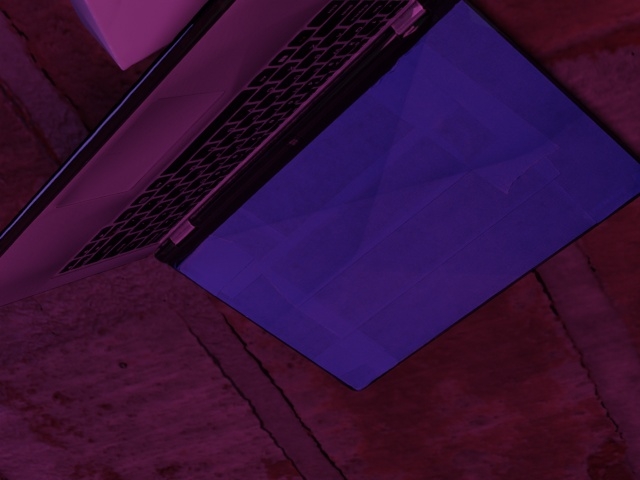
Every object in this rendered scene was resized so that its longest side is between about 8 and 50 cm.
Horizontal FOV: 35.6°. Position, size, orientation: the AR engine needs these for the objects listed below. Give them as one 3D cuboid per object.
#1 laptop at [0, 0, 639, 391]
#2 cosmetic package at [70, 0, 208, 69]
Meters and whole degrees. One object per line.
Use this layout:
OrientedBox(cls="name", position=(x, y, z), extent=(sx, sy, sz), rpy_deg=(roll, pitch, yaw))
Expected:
OrientedBox(cls="laptop", position=(0.000, 0.000, 0.783), extent=(0.382, 0.408, 0.236), rpy_deg=(-41, 81, 30))
OrientedBox(cls="cosmetic package", position=(-0.076, -0.324, 0.537), extent=(0.284, 0.097, 0.377), rpy_deg=(-32, 130, -10))
